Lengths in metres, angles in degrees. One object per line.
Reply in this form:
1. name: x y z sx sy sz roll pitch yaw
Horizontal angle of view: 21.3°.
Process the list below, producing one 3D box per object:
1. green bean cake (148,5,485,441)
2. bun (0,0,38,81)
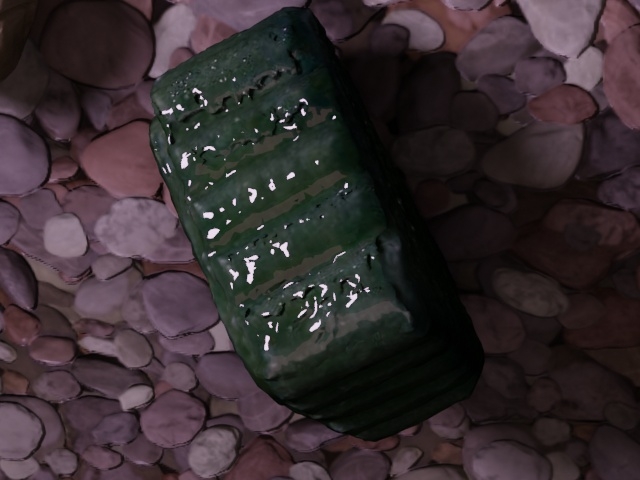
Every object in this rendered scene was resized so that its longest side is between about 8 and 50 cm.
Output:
1. green bean cake: 0.000 0.000 1.421 0.169 0.300 0.308 -26 158 9
2. bun: -0.305 -0.201 1.409 0.173 0.113 0.167 8 123 32
